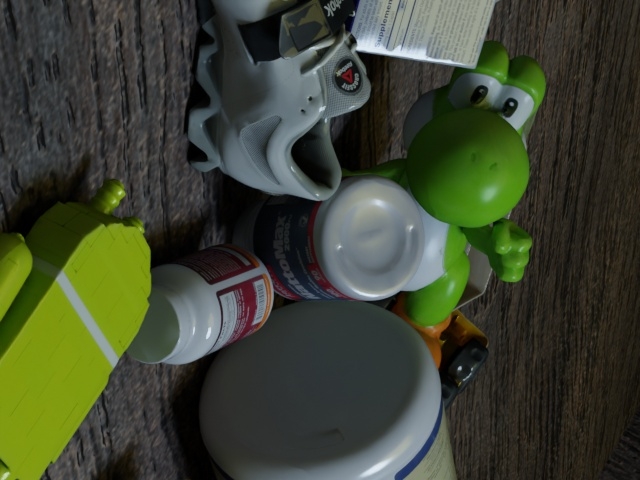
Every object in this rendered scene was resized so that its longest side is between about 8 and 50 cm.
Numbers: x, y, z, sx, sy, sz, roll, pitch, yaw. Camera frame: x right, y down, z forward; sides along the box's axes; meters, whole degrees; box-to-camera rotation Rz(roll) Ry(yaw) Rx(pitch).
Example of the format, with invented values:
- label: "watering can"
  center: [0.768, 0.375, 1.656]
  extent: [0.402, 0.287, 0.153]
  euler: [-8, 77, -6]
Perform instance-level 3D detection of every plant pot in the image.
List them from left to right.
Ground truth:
- label: "plant pot"
  center: [0.137, 0.003, 2.217]
  extent: [0.109, 0.096, 0.109]
  euler: [-22, 132, -61]

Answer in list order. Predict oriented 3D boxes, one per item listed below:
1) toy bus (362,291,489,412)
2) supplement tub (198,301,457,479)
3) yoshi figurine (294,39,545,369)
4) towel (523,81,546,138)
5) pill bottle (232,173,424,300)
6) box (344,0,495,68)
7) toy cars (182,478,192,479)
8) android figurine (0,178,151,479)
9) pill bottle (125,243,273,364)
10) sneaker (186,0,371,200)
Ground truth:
- label: "toy bus"
  center: [0.063, 0.176, 2.180]
  extent: [0.220, 0.149, 0.211]
  euler: [-40, 160, -55]
- label: "supplement tub"
  center: [0.018, 0.234, 1.935]
  extent: [0.228, 0.228, 0.316]
  euler: [-53, 148, -32]
- label: "yoshi figurine"
  center: [0.099, -0.020, 1.891]
  extent: [0.203, 0.203, 0.362]
  euler: [-4, 137, -32]
- label: "towel"
  center: [0.224, -0.140, 2.381]
  extent: [0.148, 0.027, 0.110]
  euler: [-29, 139, -61]
- label: "pill bottle"
  center: [0.000, 0.000, 1.742]
  extent: [0.108, 0.180, 0.108]
  euler: [1, 87, -31]
- label: "box"
  center: [0.084, -0.229, 1.771]
  extent: [0.137, 0.072, 0.126]
  euler: [6, 111, -27]
- label: "toy cars"
  center: [-0.152, 0.340, 1.888]
  extent: [0.393, 0.087, 0.176]
  euler: [72, 33, -67]
- label: "android figurine"
  center: [-0.212, 0.080, 1.488]
  extent: [0.273, 0.056, 0.248]
  euler: [-59, 158, -17]
- label: "pill bottle"
  center: [-0.109, 0.056, 1.678]
  extent: [0.152, 0.086, 0.086]
  euler: [-20, 131, -62]
- label: "sneaker"
  center: [-0.019, -0.172, 1.575]
  extent: [0.122, 0.146, 0.330]
  euler: [-47, 151, -39]
